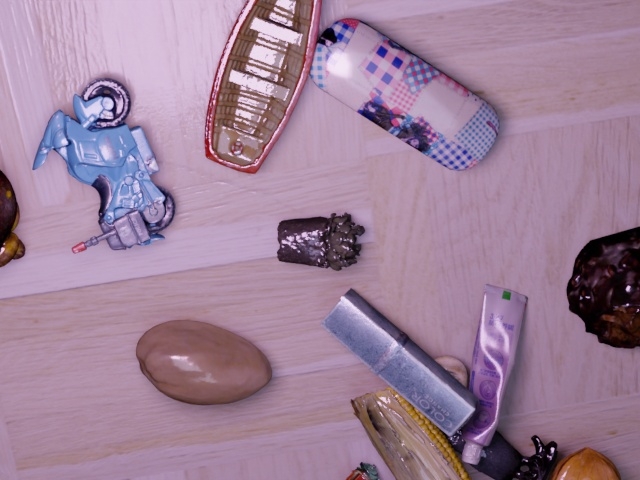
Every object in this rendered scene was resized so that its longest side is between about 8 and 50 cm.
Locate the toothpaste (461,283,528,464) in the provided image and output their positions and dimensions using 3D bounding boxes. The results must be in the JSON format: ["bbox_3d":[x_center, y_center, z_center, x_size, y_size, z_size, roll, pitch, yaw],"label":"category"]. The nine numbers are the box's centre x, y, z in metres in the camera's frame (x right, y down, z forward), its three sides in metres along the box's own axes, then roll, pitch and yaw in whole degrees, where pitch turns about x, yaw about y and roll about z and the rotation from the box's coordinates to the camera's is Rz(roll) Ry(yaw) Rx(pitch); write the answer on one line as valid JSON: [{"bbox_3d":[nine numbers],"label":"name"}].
[{"bbox_3d":[0.286,0.229,1.863,0.075,0.048,0.301,12,85,18],"label":"toothpaste"}]

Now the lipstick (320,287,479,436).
[{"bbox_3d":[0.132,0.202,1.814,0.290,0.076,0.077,41,105,5],"label":"lipstick"}]

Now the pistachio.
[{"bbox_3d":[-0.193,0.204,1.809,0.226,0.136,0.135,12,104,-14],"label":"pistachio"}]

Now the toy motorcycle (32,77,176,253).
[{"bbox_3d":[-0.342,-0.103,1.710,0.182,0.123,0.272,-25,106,-9],"label":"toy motorcycle"}]

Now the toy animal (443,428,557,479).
[{"bbox_3d":[0.304,0.372,1.931,0.210,0.117,0.121,26,65,9],"label":"toy animal"}]

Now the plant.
[{"bbox_3d":[0.000,0.000,1.786,0.143,0.092,0.094,4,97,0],"label":"plant"}]

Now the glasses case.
[{"bbox_3d":[0.134,-0.229,1.737,0.327,0.076,0.125,30,102,-12],"label":"glasses case"}]

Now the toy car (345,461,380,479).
[{"bbox_3d":[0.100,0.457,1.911,0.143,0.054,0.073,45,100,17],"label":"toy car"}]

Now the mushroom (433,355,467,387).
[{"bbox_3d":[0.213,0.238,1.878,0.084,0.067,0.083,-6,112,-15],"label":"mushroom"}]

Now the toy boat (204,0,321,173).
[{"bbox_3d":[-0.078,-0.297,1.699,0.136,0.079,0.392,19,104,-7],"label":"toy boat"}]

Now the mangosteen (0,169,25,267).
[{"bbox_3d":[-0.540,-0.024,1.691,0.192,0.192,0.217,-40,129,6],"label":"mangosteen"}]

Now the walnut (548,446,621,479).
[{"bbox_3d":[0.461,0.448,1.917,0.144,0.144,0.180,7,101,-7],"label":"walnut"}]

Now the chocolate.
[{"bbox_3d":[0.538,0.104,1.814,0.224,0.177,0.206,-15,106,1],"label":"chocolate"}]

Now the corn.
[{"bbox_3d":[0.165,0.376,1.855,0.122,0.123,0.305,-37,85,28],"label":"corn"}]
